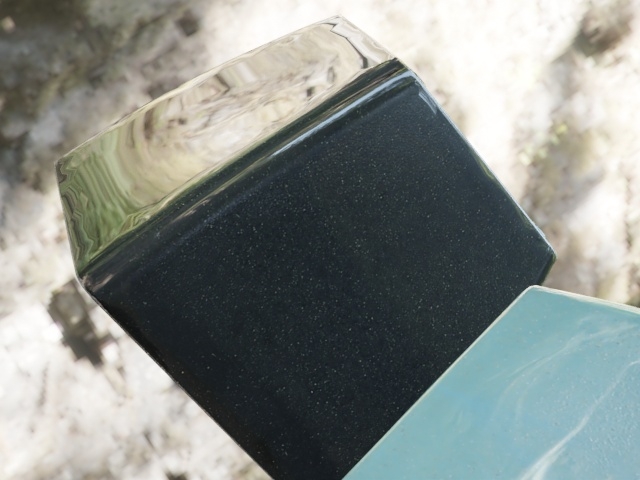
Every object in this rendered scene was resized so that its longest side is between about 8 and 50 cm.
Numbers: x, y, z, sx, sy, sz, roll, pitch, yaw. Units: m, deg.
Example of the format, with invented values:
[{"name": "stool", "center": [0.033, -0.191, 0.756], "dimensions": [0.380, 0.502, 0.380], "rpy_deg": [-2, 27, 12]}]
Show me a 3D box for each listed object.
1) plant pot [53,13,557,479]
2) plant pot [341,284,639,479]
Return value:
[{"name": "plant pot", "center": [0.000, 0.000, 0.695], "dimensions": [0.188, 0.167, 0.187], "rpy_deg": [50, 3, -23]}, {"name": "plant pot", "center": [0.117, 0.136, 0.419], "dimensions": [0.234, 0.165, 0.166], "rpy_deg": [36, -29, 22]}]
